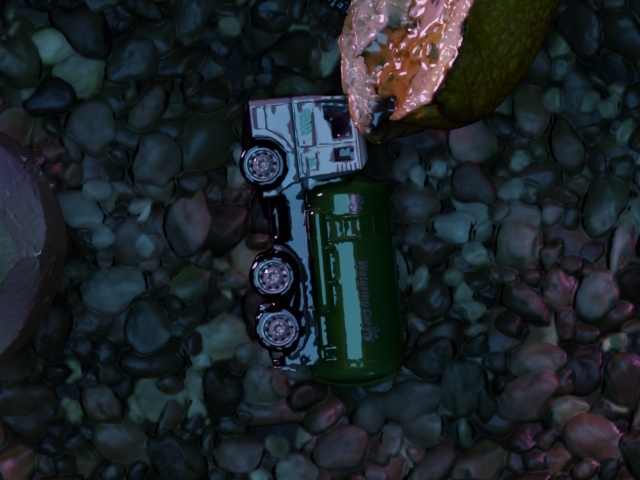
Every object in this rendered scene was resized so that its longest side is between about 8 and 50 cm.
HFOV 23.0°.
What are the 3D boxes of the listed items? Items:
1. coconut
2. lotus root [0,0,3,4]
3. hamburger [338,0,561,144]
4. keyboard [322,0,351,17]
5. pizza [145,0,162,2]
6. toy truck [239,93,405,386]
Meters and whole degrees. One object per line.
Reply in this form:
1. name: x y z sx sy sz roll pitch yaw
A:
1. coconut: -0.316 0.007 1.235 0.227 0.230 0.227 0 92 2
2. lotus root: -0.334 -0.276 1.224 0.149 0.260 0.267 45 122 14
3. hamburger: 0.113 -0.198 1.245 0.144 0.157 0.283 20 88 34
4. keyboard: 0.081 -0.269 1.316 0.061 0.013 0.204 35 92 2
5. pizza: -0.098 -0.369 1.195 0.080 0.435 0.392 44 117 42
6. toy truck: 0.000 0.000 1.283 0.125 0.101 0.242 -7 93 -1
